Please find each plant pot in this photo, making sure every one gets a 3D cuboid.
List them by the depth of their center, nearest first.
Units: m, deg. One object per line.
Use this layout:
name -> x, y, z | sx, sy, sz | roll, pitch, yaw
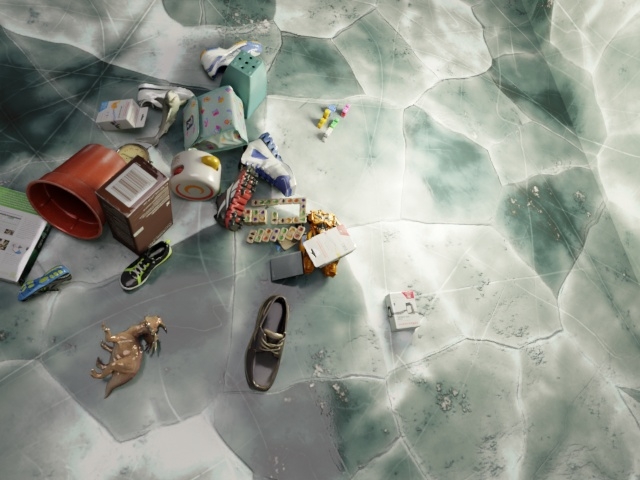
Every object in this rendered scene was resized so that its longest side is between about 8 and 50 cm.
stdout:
plant pot -> -0.837, -0.191, 1.659 | 0.272, 0.272, 0.265 | 24, 49, -4
plant pot -> -0.333, -0.688, 2.005 | 0.165, 0.234, 0.166 | 31, 65, 0

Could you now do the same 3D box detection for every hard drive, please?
hard drive -> -0.130, 0.101, 1.814 | 0.135, 0.022, 0.094 | -14, 68, 19

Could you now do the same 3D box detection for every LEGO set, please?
LEGO set -> 0.052, -0.573, 2.136 | 0.087, 0.093, 0.227 | 33, 64, 0

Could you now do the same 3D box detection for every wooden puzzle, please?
wooden puzzle -> -0.139, -0.002, 1.899 | 0.116, 0.014, 0.078 | -25, 72, -22

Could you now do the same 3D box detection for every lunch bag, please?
lunch bag -> -0.455, -0.489, 1.927 | 0.262, 0.160, 0.223 | -13, 72, 10

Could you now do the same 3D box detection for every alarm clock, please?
alarm clock -> -0.763, -0.316, 1.836 | 0.192, 0.064, 0.129 | -7, 71, -20

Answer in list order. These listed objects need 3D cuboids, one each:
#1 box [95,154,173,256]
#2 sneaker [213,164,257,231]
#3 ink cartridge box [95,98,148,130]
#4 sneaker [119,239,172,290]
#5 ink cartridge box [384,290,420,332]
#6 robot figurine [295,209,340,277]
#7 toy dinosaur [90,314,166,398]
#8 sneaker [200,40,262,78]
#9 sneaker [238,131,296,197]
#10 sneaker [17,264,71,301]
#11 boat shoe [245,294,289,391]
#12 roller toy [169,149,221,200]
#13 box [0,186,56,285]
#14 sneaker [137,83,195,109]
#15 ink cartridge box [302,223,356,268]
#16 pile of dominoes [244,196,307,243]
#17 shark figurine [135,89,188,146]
box -> -0.632, -0.106, 1.609 | 0.143, 0.381, 0.191 | 38, 65, 0
sneaker -> -0.345, -0.178, 1.844 | 0.135, 0.097, 0.276 | 16, 83, 26
ink cartridge box -> -0.799, -0.508, 1.867 | 0.181, 0.061, 0.104 | -2, 67, 13
sneaker -> -0.642, 0.078, 1.688 | 0.084, 0.097, 0.235 | 39, 64, 3
ink cartridge box -> 0.332, 0.288, 1.875 | 0.109, 0.063, 0.150 | -4, 69, -16
robot figurine -> 0.000, 0.000, 1.892 | 0.211, 0.085, 0.291 | 9, 67, -17
toy dinosaur -> -0.643, 0.383, 1.556 | 0.200, 0.127, 0.296 | 12, 71, -17
sneaker -> -0.396, -0.823, 2.129 | 0.296, 0.112, 0.131 | -22, 89, -16
sneaker -> -0.240, -0.298, 1.943 | 0.182, 0.127, 0.315 | -24, 69, -18
sneaker -> -0.947, 0.159, 1.591 | 0.188, 0.078, 0.067 | -31, 49, -10
boat shoe -> -0.192, 0.358, 1.673 | 0.132, 0.130, 0.355 | 10, 66, -10
roller toy -> -0.488, -0.259, 1.810 | 0.191, 0.209, 0.146 | 2, 67, -7
box -> -1.104, -0.022, 1.633 | 0.232, 0.058, 0.322 | 17, 67, -8
sneaker -> -0.657, -0.603, 1.979 | 0.235, 0.090, 0.095 | -1, 81, -11
ink cartridge box -> 0.027, 0.029, 1.805 | 0.198, 0.067, 0.115 | -24, 79, -27
pile of dominoes -> -0.181, -0.089, 1.865 | 0.251, 0.040, 0.196 | -3, 67, 5
shark figurine -> -0.648, -0.520, 1.890 | 0.116, 0.278, 0.166 | 36, 31, -4
